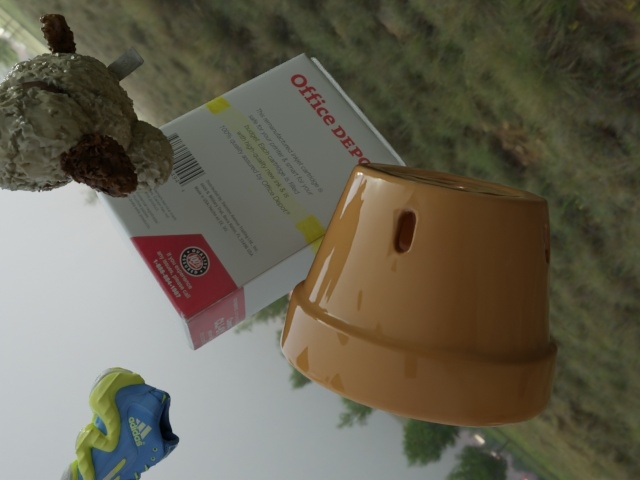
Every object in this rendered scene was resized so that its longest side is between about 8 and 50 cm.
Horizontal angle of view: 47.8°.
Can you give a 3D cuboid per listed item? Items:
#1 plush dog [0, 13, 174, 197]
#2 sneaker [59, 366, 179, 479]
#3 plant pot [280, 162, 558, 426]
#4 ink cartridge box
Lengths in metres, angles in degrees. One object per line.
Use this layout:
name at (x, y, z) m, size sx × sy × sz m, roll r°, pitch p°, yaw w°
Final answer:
plush dog at (-0.311, -0.131, 0.827) m, size 0.262 × 0.211 × 0.225 m, roll 2°, pitch -151°, yaw -3°
sneaker at (-0.261, 0.294, 0.946) m, size 0.126 × 0.240 × 0.091 m, roll 13°, pitch 180°, yaw 8°
plant pot at (0.117, 0.036, 0.759) m, size 0.290 × 0.204 × 0.291 m, roll 10°, pitch -169°, yaw -2°
ink cartridge box at (-0.100, -0.064, 1.081) m, size 0.279 × 0.384 × 0.160 m, roll 53°, pitch 163°, yaw 19°
